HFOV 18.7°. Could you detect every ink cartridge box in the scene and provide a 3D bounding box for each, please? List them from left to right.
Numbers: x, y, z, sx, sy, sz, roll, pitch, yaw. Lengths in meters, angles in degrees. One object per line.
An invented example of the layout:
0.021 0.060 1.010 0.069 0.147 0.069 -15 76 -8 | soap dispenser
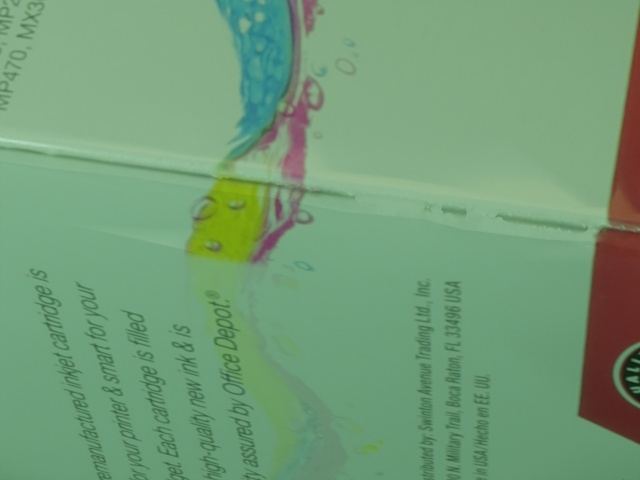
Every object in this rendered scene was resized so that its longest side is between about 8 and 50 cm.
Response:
0.000 0.000 0.561 0.306 0.226 0.131 11 57 10 | ink cartridge box
